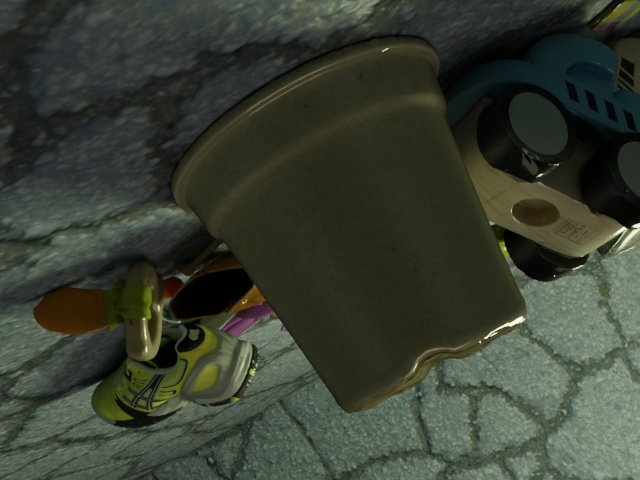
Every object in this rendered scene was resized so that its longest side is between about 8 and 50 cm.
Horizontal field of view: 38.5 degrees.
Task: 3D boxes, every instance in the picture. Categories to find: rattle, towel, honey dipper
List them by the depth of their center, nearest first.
[{"bbox_3d":[-0.262,0.088,1.187,0.143,0.130,0.199,-18,-166,3],"label":"rattle"},{"bbox_3d":[0.391,-0.298,1.197,0.083,0.009,0.060,-18,163,-41],"label":"towel"},{"bbox_3d":[-0.144,0.010,1.219,0.030,0.030,0.161,-18,166,-39],"label":"honey dipper"}]

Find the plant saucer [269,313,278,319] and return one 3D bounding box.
[{"bbox_3d":[-0.017,0.087,1.743,0.199,0.036,0.198,-29,168,-6],"label":"plant saucer"}]

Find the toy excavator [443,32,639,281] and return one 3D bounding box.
[{"bbox_3d":[0.371,-0.172,1.219,0.433,0.445,0.222,23,149,-13],"label":"toy excavator"}]

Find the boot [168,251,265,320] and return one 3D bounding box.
[{"bbox_3d":[-0.048,0.025,1.222,0.295,0.104,0.211,-29,180,15],"label":"boot"}]

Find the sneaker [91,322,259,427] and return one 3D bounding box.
[{"bbox_3d":[-0.275,0.212,1.549,0.385,0.145,0.147,-24,129,37],"label":"sneaker"}]

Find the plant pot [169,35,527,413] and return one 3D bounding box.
[{"bbox_3d":[0.056,0.004,0.993,0.334,0.305,0.334,-28,167,-7],"label":"plant pot"}]

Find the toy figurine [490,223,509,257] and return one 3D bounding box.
[{"bbox_3d":[0.292,0.107,1.954,0.363,0.217,0.191,-20,-170,-32],"label":"toy figurine"}]

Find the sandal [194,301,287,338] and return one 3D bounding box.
[{"bbox_3d":[-0.074,0.110,1.574,0.169,0.102,0.416,-14,160,-48],"label":"sandal"}]

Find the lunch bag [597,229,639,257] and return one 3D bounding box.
[{"bbox_3d":[0.520,-0.152,1.484,0.305,0.256,0.212,-23,156,-20],"label":"lunch bag"}]
